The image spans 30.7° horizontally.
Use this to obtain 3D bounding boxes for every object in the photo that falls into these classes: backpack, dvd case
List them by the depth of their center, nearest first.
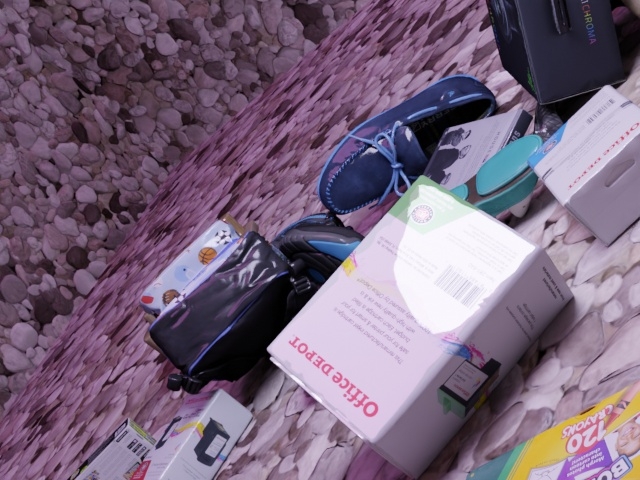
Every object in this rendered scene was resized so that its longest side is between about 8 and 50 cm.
[{"bbox_3d":[0.215,-0.104,1.763,0.179,0.029,0.239,-62,18,-12],"label":"dvd case"},{"bbox_3d":[-0.145,0.110,1.863,0.276,0.213,0.263,-40,-21,-2],"label":"backpack"}]

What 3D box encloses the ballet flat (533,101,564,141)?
[{"bbox_3d":[0.334,-0.175,1.686,0.173,0.049,0.057,-69,-16,-57],"label":"ballet flat"}]

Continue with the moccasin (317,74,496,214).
[{"bbox_3d":[0.142,-0.166,1.949,0.342,0.138,0.117,-42,29,-4],"label":"moccasin"}]

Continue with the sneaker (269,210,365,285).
[{"bbox_3d":[0.000,0.000,1.970,0.139,0.125,0.341,-47,17,-19],"label":"sneaker"}]

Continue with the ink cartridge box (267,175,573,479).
[{"bbox_3d":[0.109,0.094,1.309,0.278,0.117,0.201,-48,47,-6],"label":"ink cartridge box"}]

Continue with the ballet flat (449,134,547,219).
[{"bbox_3d":[0.226,-0.053,1.566,0.247,0.087,0.083,-34,32,31],"label":"ballet flat"}]

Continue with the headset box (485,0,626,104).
[{"bbox_3d":[0.327,-0.351,1.693,0.131,0.246,0.283,-16,20,3],"label":"headset box"}]

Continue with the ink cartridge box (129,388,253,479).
[{"bbox_3d":[-0.200,0.321,1.795,0.127,0.072,0.175,-23,29,56],"label":"ink cartridge box"}]

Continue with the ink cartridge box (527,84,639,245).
[{"bbox_3d":[0.337,-0.093,1.378,0.139,0.082,0.190,-44,17,12],"label":"ink cartridge box"}]

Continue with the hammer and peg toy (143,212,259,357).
[{"bbox_3d":[-0.219,0.103,2.292,0.266,0.127,0.361,-41,16,14],"label":"hammer and peg toy"}]

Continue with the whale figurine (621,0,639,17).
[{"bbox_3d":[0.451,-0.432,1.609,0.141,0.272,0.216,-31,-22,-2],"label":"whale figurine"}]

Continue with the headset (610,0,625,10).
[{"bbox_3d":[0.523,-0.457,1.774,0.243,0.185,0.394,-57,3,-20],"label":"headset"}]

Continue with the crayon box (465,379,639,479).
[{"bbox_3d":[0.230,0.210,0.910,0.278,0.081,0.165,-37,18,32],"label":"crayon box"}]

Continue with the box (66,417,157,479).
[{"bbox_3d":[-0.343,0.401,1.901,0.207,0.114,0.036,-45,15,5],"label":"box"}]
